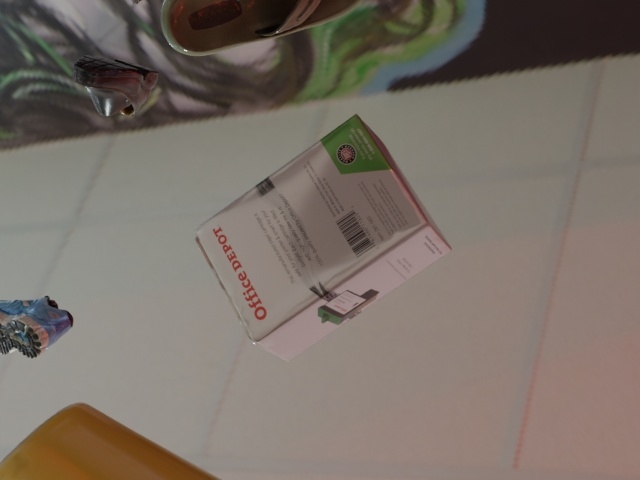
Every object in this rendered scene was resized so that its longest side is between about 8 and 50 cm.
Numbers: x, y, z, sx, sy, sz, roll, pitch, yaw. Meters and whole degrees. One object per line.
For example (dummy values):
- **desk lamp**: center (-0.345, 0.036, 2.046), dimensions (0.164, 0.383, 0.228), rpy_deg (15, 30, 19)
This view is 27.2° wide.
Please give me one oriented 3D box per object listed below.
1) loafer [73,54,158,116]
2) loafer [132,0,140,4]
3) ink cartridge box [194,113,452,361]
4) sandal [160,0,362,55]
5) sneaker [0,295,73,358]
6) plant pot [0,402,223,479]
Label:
- **loafer**: center (-0.224, -0.164, 1.438), dimensions (0.062, 0.170, 0.061), rpy_deg (20, -82, 14)
- **loafer**: center (-0.110, -0.312, 1.490), dimensions (0.251, 0.087, 0.094), rpy_deg (-25, -169, -20)
- **ink cartridge box**: center (0.000, 0.000, 1.396), dimensions (0.219, 0.092, 0.160), rpy_deg (-34, -119, 8)
- **sandal**: center (-0.049, -0.306, 1.632), dimensions (0.302, 0.120, 0.086), rpy_deg (-27, -166, -10)
- **sneaker**: center (-0.346, 0.098, 1.569), dimensions (0.073, 0.063, 0.162), rpy_deg (-28, -155, -34)
- **plant pot**: center (-0.159, 0.267, 1.072), dimensions (0.239, 0.254, 0.254), rpy_deg (40, -99, 9)
